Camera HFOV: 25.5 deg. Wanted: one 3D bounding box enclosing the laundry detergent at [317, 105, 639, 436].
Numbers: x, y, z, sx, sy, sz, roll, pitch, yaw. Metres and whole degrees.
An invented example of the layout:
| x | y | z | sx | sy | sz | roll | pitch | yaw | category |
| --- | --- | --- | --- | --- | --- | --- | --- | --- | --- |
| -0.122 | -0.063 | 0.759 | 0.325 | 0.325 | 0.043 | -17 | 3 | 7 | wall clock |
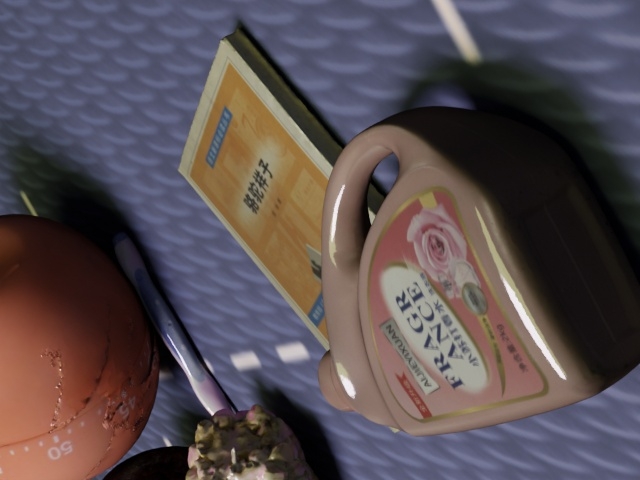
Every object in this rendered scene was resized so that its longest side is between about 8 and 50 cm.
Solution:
| x | y | z | sx | sy | sz | roll | pitch | yaw | category |
| --- | --- | --- | --- | --- | --- | --- | --- | --- | --- |
| 0.055 | 0.021 | 0.764 | 0.237 | 0.076 | 0.171 | -24 | 94 | 57 | laundry detergent |

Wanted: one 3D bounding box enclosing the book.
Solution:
| x | y | z | sx | sy | sz | roll | pitch | yaw | category |
| --- | --- | --- | --- | --- | --- | --- | --- | --- | --- |
| -0.001 | 0.000 | 0.906 | 0.242 | 0.018 | 0.170 | 49 | 151 | 12 | book |

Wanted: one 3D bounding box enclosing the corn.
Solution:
| x | y | z | sx | sy | sz | roll | pitch | yaw | category |
| --- | --- | --- | --- | --- | --- | --- | --- | --- | --- |
| -0.015 | 0.285 | 1.129 | 0.126 | 0.126 | 0.335 | 16 | 129 | 51 | corn |

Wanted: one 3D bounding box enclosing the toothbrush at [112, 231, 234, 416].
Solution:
| x | y | z | sx | sy | sz | roll | pitch | yaw | category |
| --- | --- | --- | --- | --- | --- | --- | --- | --- | --- |
| -0.102 | 0.110 | 1.176 | 0.027 | 0.021 | 0.269 | -20 | 101 | 56 | toothbrush |

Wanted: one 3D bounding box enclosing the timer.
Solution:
| x | y | z | sx | sy | sz | roll | pitch | yaw | category |
| --- | --- | --- | --- | --- | --- | --- | --- | --- | --- |
| -0.252 | 0.100 | 1.183 | 0.229 | 0.229 | 0.215 | 26 | 145 | 44 | timer |

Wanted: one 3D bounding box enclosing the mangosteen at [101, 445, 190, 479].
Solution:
| x | y | z | sx | sy | sz | roll | pitch | yaw | category |
| --- | --- | --- | --- | --- | --- | --- | --- | --- | --- |
| -0.124 | 0.264 | 1.228 | 0.172 | 0.172 | 0.184 | 46 | 171 | 20 | mangosteen |
